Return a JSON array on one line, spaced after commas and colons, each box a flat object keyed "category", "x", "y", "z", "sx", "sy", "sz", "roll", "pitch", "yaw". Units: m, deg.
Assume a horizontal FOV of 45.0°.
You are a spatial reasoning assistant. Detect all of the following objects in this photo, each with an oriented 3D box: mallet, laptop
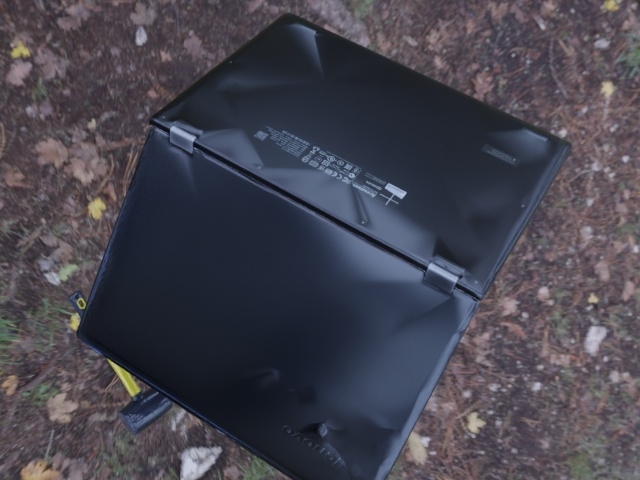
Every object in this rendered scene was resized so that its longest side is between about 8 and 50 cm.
[{"category": "mallet", "x": -0.253, "y": 0.149, "z": 0.924, "sx": 0.062, "sy": 0.039, "sz": 0.189, "roll": -44, "pitch": 110, "yaw": -29}, {"category": "laptop", "x": 0.000, "y": 0.000, "z": 0.861, "sx": 0.382, "sy": 0.236, "sz": 0.408, "roll": 29, "pitch": 52, "yaw": 14}]
